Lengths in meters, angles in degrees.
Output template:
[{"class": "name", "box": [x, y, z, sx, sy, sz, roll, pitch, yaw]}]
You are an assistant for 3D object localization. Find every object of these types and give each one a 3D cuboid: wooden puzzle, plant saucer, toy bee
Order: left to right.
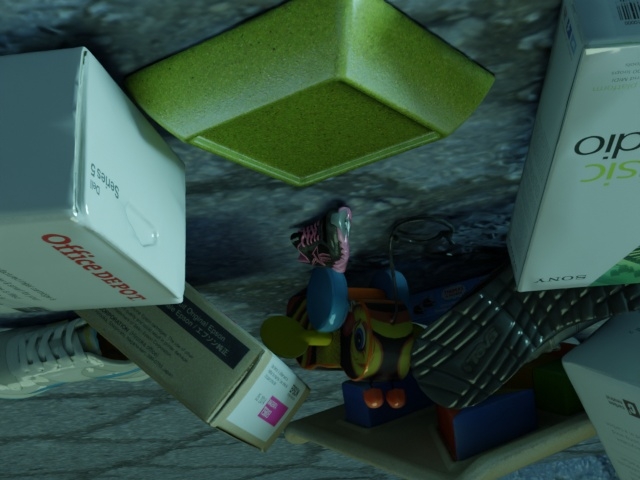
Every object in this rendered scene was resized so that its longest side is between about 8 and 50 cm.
[{"class": "plant saucer", "box": [-0.003, -0.089, 0.742, 0.188, 0.045, 0.188, -17, 158, 33]}, {"class": "toy bee", "box": [0.035, 0.101, 1.149, 0.195, 0.162, 0.298, -2, 162, -4]}, {"class": "wooden puzzle", "box": [0.169, 0.170, 1.216, 0.322, 0.080, 0.348, -15, -173, -32]}]

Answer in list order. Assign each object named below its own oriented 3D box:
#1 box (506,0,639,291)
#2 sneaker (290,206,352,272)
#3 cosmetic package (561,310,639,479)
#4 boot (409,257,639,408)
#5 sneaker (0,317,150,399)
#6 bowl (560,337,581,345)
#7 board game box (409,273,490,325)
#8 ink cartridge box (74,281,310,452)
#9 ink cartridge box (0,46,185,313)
[{"class": "box", "box": [0.267, -0.064, 0.780, 0.232, 0.058, 0.322, -5, 152, 0]}, {"class": "sneaker", "box": [0.000, 0.000, 1.026, 0.057, 0.047, 0.119, 7, 160, 0]}, {"class": "cosmetic package", "box": [0.441, 0.236, 1.059, 0.230, 0.453, 0.161, -36, -158, -18]}, {"class": "boot", "box": [0.239, 0.028, 1.068, 0.338, 0.118, 0.223, -31, 177, 18]}, {"class": "sneaker", "box": [-0.296, 0.125, 1.273, 0.229, 0.087, 0.092, -7, 156, -18]}, {"class": "bowl", "box": [0.335, 0.191, 1.610, 0.142, 0.053, 0.142, -20, 135, 23]}, {"class": "board game box", "box": [0.235, 0.071, 1.298, 0.211, 0.039, 0.160, -18, 158, 34]}, {"class": "ink cartridge box", "box": [-0.123, 0.103, 1.064, 0.193, 0.088, 0.234, 36, 172, 17]}, {"class": "ink cartridge box", "box": [-0.247, -0.025, 0.741, 0.273, 0.114, 0.198, -4, 162, 10]}]
